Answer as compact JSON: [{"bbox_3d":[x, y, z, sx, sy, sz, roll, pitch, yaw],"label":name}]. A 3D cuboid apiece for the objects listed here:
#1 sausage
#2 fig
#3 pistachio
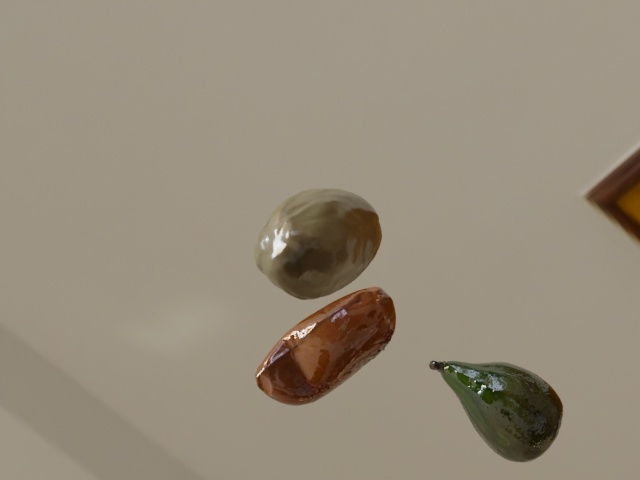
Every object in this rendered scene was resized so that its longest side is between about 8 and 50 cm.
[{"bbox_3d":[0.009,0.120,1.507,0.089,0.179,0.089,56,174,8],"label":"sausage"},{"bbox_3d":[0.218,0.193,1.663,0.177,0.117,0.117,42,-146,7],"label":"fig"},{"bbox_3d":[0.000,0.000,1.722,0.136,0.136,0.226,52,-147,9],"label":"pistachio"}]
